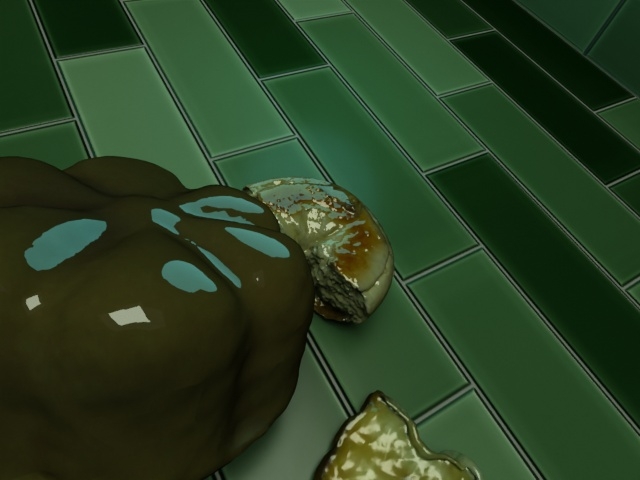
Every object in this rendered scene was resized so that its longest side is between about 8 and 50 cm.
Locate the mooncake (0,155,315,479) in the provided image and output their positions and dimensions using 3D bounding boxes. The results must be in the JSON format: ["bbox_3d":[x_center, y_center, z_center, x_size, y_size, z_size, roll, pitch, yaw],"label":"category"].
[{"bbox_3d":[-0.237,0.064,0.563,0.467,0.262,0.467,12,21,-5],"label":"mooncake"}]

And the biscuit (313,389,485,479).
[{"bbox_3d":[0.137,0.382,0.619,0.329,0.078,0.335,-3,57,-9],"label":"biscuit"}]

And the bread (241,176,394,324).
[{"bbox_3d":[0.000,-0.005,0.792,0.314,0.171,0.192,35,55,12],"label":"bread"}]
